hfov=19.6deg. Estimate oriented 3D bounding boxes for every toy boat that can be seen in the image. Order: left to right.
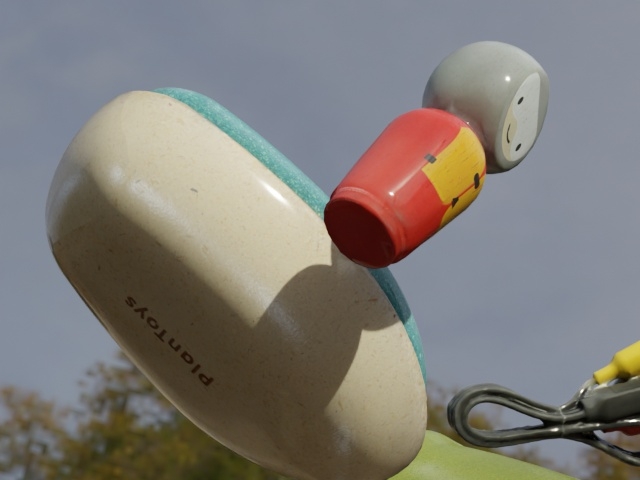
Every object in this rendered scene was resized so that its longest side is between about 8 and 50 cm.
[{"bbox_3d":[0.000,0.000,1.012,0.267,0.148,0.318,49,-36,-5],"label":"toy boat"}]

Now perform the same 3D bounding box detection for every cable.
[{"bbox_3d":[0.272,0.187,1.990,0.287,0.072,0.139,-10,-72,-10],"label":"cable"}]

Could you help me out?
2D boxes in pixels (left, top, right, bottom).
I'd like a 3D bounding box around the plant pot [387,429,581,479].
[{"bbox_3d":[0.160,0.352,1.702,0.353,0.366,0.366,30,-9,47],"label":"plant pot"}]
